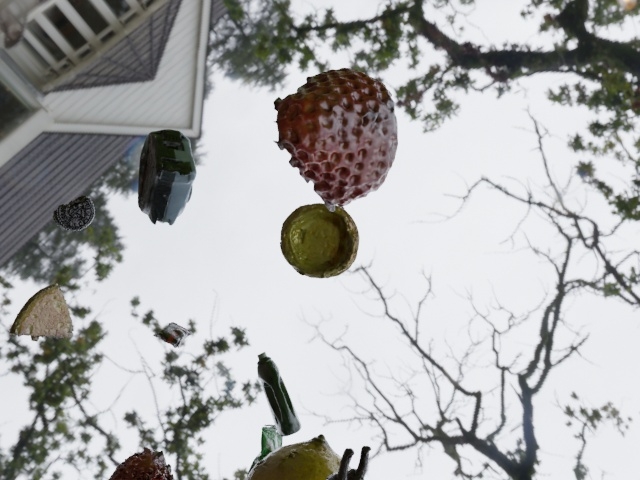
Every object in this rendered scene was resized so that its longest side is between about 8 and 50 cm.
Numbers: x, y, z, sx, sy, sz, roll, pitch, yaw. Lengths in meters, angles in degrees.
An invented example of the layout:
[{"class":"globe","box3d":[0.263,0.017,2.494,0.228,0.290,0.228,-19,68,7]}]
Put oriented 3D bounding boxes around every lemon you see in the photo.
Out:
[{"class":"lemon","box3d":[-0.032,0.496,1.071,0.228,0.228,0.254,-25,-136,19]}]

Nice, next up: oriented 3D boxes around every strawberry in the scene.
[{"class":"strawberry","box3d":[0.052,-0.210,1.065,0.150,0.280,0.254,-4,-117,27]},{"class":"strawberry","box3d":[-0.396,0.559,1.291,0.201,0.187,0.184,-14,174,-40]}]

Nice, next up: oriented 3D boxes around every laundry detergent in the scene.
[{"class":"laundry detergent","box3d":[-0.111,0.384,1.513,0.062,0.211,0.137,-19,174,-11]}]

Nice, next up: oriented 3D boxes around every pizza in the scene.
[{"class":"pizza","box3d":[-0.361,0.105,0.787,0.025,0.078,0.083,6,-131,42]}]

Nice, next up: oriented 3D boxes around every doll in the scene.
[{"class":"doll","box3d":[0.042,0.394,0.848,0.165,0.057,0.139,-52,-126,25]}]

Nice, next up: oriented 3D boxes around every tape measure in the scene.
[{"class":"tape measure","box3d":[-0.319,-0.135,1.234,0.182,0.107,0.181,119,-33,-42]}]

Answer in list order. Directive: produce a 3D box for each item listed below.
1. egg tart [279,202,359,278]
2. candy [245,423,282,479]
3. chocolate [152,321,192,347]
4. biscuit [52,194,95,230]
[{"class":"egg tart","box3d":[0.001,0.001,1.571,0.212,0.213,0.090,-35,174,4]},{"class":"candy","box3d":[-0.156,0.634,1.734,0.078,0.141,0.203,15,-104,12]},{"class":"chocolate","box3d":[-0.448,0.285,1.831,0.028,0.086,0.182,-62,177,9]},{"class":"biscuit","box3d":[-0.564,-0.065,1.372,0.027,0.087,0.089,11,-98,53]}]
